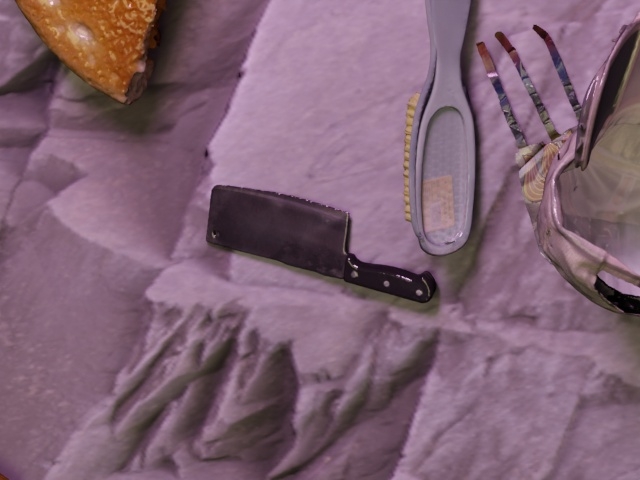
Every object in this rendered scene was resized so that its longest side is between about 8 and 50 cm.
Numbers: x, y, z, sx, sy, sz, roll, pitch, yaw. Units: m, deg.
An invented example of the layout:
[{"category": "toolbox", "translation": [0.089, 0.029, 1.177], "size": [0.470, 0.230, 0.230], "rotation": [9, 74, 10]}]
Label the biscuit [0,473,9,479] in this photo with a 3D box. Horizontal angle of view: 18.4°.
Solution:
[{"category": "biscuit", "translation": [-0.447, 0.190, 2.139], "size": [0.197, 0.049, 0.301], "rotation": [-25, 97, 24]}]

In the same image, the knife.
[{"category": "knife", "translation": [0.000, 0.000, 1.894], "size": [0.245, 0.019, 0.072], "rotation": [16, 112, 20]}]

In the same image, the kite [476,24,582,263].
[{"category": "kite", "translation": [0.218, -0.089, 1.771], "size": [0.127, 0.016, 0.229], "rotation": [-19, 102, 25]}]

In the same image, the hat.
[{"category": "hat", "translation": [0.288, -0.071, 1.667], "size": [0.232, 0.161, 0.275], "rotation": [14, 94, -22]}]

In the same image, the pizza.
[{"category": "pizza", "translation": [-0.197, -0.282, 1.845], "size": [0.229, 0.081, 0.289], "rotation": [-25, 100, 31]}]

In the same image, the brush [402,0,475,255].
[{"category": "brush", "translation": [0.103, -0.134, 1.784], "size": [0.060, 0.068, 0.297], "rotation": [31, 123, 57]}]
